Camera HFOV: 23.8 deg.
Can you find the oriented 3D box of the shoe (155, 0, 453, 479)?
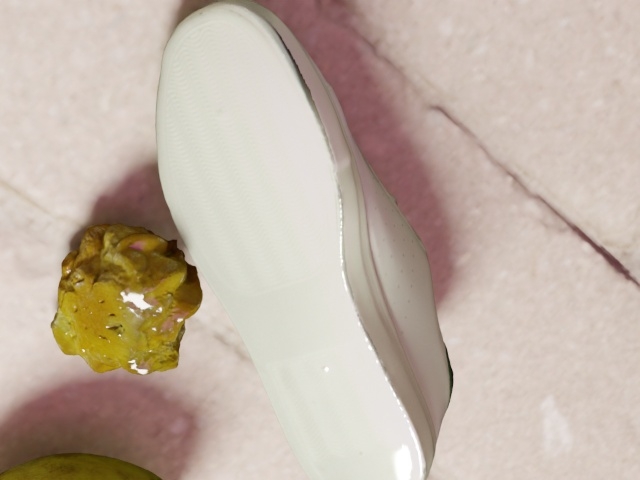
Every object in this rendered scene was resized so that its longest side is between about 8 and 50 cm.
[{"bbox_3d":[0.000,0.000,0.764,0.095,0.110,0.265,-10,106,26],"label":"shoe"}]

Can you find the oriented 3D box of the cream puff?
[{"bbox_3d":[-0.093,0.027,0.749,0.058,0.083,0.083,-47,125,-46],"label":"cream puff"}]

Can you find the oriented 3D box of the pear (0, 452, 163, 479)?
[{"bbox_3d":[-0.123,0.162,0.775,0.131,0.107,0.107,2,117,-30],"label":"pear"}]
